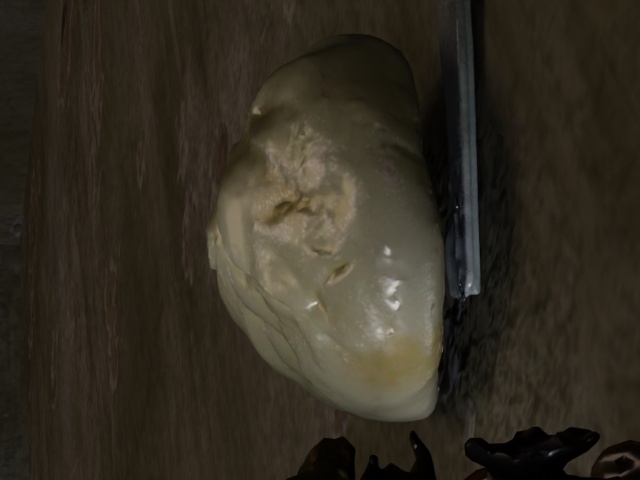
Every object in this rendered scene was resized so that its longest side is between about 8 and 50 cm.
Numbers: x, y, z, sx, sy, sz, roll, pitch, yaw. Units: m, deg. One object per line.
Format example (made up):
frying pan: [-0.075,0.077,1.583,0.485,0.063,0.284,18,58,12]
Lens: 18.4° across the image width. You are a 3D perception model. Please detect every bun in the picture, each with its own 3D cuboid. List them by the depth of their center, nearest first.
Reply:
bun: [0.000,0.000,0.893,0.183,0.102,0.183,173,90,-88]

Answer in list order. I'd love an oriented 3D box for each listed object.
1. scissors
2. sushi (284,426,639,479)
scissors: [0.054,-0.147,0.894,0.191,0.029,0.360,142,129,-71]
sushi: [0.065,0.157,0.496,0.213,0.204,0.200,-50,-48,-44]
